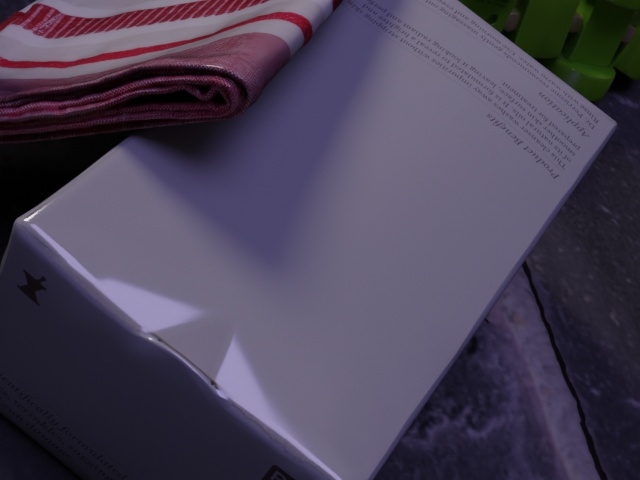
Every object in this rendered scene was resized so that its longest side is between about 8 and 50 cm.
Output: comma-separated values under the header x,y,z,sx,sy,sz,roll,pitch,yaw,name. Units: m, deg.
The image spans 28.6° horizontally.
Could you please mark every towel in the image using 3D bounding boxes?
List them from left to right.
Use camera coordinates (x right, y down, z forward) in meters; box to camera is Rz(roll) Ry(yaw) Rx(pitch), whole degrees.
x,y,z,sx,sy,sz,roll,pitch,yaw,name
-0.091,-0.150,0.785,0.237,0.037,0.329,-3,30,24,towel

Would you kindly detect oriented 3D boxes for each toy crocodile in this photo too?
x,y,z,sx,sy,sz,roll,pitch,yaw,name
0.163,-0.192,1.032,0.340,0.115,0.105,3,34,-29,toy crocodile

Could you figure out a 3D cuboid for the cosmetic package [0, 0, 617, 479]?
x,y,z,sx,sy,sz,roll,pitch,yaw,name
0.000,0.000,0.760,0.217,0.156,0.385,40,47,6,cosmetic package
